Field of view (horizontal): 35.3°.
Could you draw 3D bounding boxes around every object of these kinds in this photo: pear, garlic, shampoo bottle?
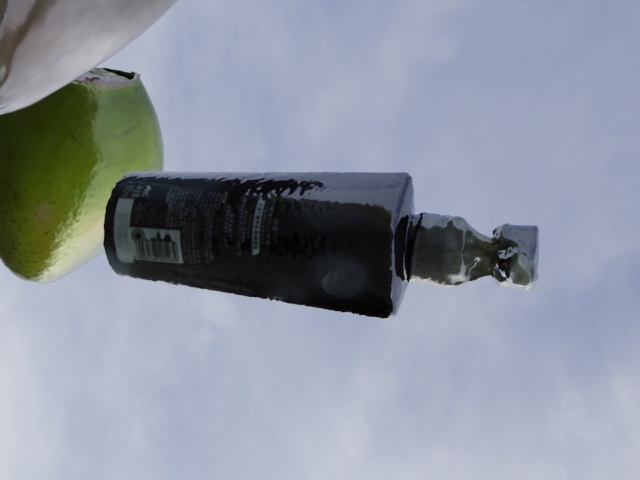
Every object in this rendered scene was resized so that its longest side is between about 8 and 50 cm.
[{"bbox_3d":[-0.247,-0.065,0.974,0.187,0.188,0.219,30,-63,41],"label":"pear"},{"bbox_3d":[-0.111,-0.196,0.548,0.112,0.318,0.143,18,-39,30],"label":"garlic"},{"bbox_3d":[0.000,0.001,0.483,0.208,0.063,0.057,4,-60,16],"label":"shampoo bottle"}]
